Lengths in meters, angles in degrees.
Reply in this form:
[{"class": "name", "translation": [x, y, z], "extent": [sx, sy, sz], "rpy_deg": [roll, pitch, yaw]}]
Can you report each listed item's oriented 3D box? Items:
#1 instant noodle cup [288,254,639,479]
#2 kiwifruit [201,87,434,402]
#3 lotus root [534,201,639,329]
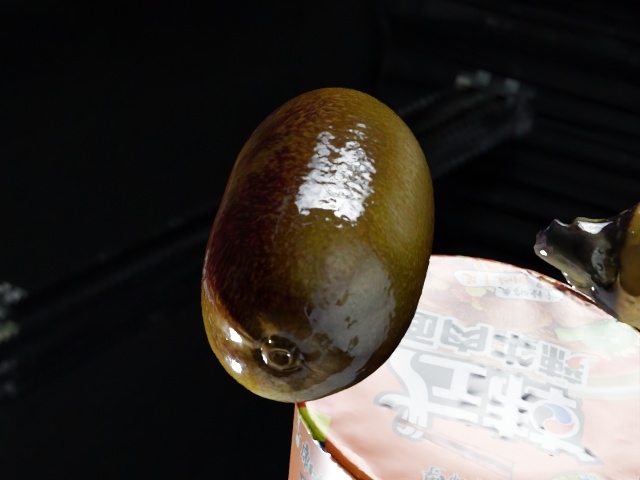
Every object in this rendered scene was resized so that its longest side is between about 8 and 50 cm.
[{"class": "instant noodle cup", "translation": [0.085, 0.157, 1.204], "extent": [0.250, 0.250, 0.192], "rpy_deg": [-39, -28, -45]}, {"class": "kiwifruit", "translation": [0.000, 0.000, 0.610], "extent": [0.124, 0.075, 0.075], "rpy_deg": [-83, -8, -55]}, {"class": "lotus root", "translation": [0.194, 0.007, 0.721], "extent": [0.118, 0.221, 0.125], "rpy_deg": [28, -124, -67]}]
